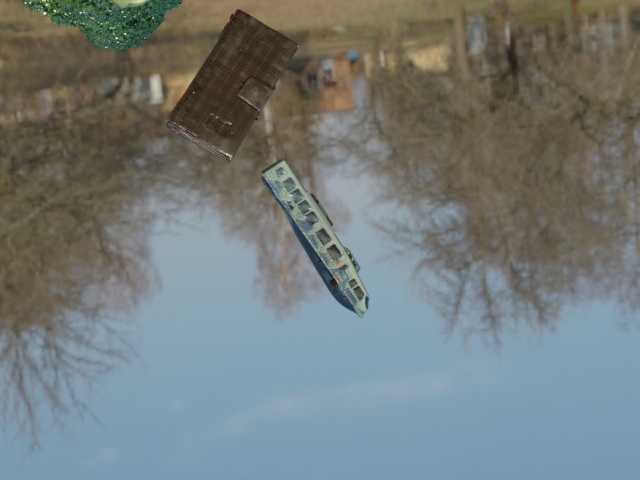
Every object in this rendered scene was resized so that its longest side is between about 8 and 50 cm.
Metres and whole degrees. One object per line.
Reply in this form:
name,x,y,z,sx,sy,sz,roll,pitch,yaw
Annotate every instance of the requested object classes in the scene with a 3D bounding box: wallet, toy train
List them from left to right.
wallet,-0.138,-0.248,1.587,0.124,0.230,0.042,30,163,-4
toy train,0.000,0.000,1.158,0.047,0.207,0.043,-33,-170,-3

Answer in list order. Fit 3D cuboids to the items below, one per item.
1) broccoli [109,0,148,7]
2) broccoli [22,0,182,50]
broccoli,-0.130,-0.373,0.636,0.275,0.353,0.397,-11,-147,7
broccoli,-0.225,-0.289,1.022,0.195,0.195,0.156,-8,-156,-9
